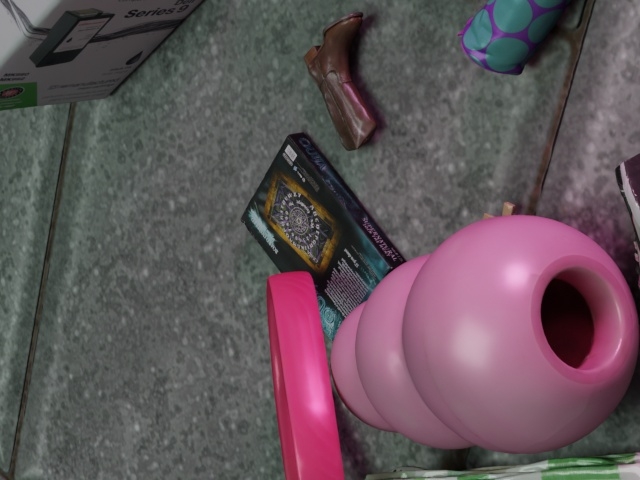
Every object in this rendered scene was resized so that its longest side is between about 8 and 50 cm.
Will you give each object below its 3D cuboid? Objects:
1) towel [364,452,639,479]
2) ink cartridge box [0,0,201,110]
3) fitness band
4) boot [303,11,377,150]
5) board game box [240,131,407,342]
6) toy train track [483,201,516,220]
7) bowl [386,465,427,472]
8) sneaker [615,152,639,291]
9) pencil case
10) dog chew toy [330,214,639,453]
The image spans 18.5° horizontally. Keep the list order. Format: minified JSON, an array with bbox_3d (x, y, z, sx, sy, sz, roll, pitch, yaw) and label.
[{"bbox_3d":[0.188,0.319,1.778,0.325,0.038,0.248,-11,92,32],"label":"towel"},{"bbox_3d":[-0.256,-0.259,2.052,0.289,0.211,0.121,-38,70,45],"label":"ink cartridge box"},{"bbox_3d":[-0.011,0.169,1.896,0.209,0.054,0.291,90,171,-55],"label":"fitness band"},{"bbox_3d":[0.032,-0.151,1.896,0.106,0.037,0.114,-48,60,56],"label":"boot"},{"bbox_3d":[0.000,0.000,1.973,0.186,0.026,0.126,53,132,25],"label":"board game box"},{"bbox_3d":[0.170,0.002,1.803,0.048,0.014,0.083,28,124,32],"label":"toy train track"},{"bbox_3d":[0.073,0.313,1.926,0.170,0.080,0.170,14,109,46],"label":"bowl"},{"bbox_3d":[0.287,0.012,1.642,0.077,0.072,0.178,-45,60,54],"label":"sneaker"},{"bbox_3d":[0.180,-0.216,1.705,0.070,0.064,0.151,40,127,14],"label":"pencil case"},{"bbox_3d":[0.126,0.096,1.742,0.332,0.206,0.206,-20,84,55],"label":"dog chew toy"}]
